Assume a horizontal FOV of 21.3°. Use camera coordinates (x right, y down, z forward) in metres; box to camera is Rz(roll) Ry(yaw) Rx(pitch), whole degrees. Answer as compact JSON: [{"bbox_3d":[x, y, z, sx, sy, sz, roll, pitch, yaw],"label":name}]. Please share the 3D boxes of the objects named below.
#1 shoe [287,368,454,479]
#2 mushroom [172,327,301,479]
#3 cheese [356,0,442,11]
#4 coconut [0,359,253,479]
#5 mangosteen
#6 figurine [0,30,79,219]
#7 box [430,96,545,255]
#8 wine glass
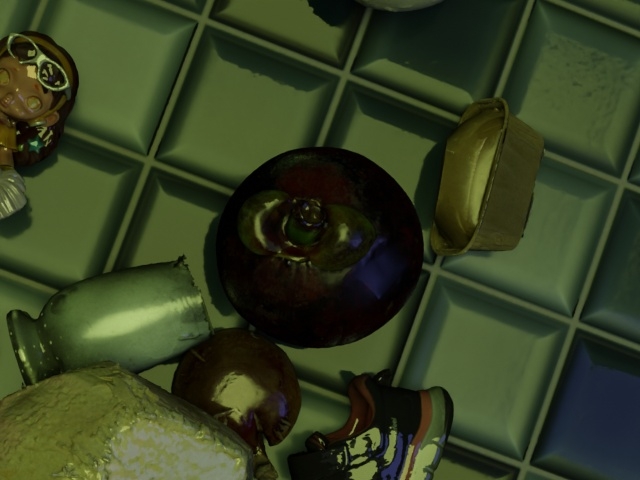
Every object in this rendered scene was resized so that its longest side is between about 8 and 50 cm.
[{"bbox_3d":[0.026,0.262,1.774,0.137,0.114,0.291,30,80,-9],"label":"shoe"},{"bbox_3d":[-0.083,0.176,1.787,0.135,0.080,0.171,-24,86,1],"label":"mushroom"},{"bbox_3d":[0.081,-0.333,1.807,0.198,0.154,0.189,-13,52,-7],"label":"cheese"},{"bbox_3d":[-0.217,0.267,1.655,0.297,0.254,0.297,-8,106,-32],"label":"coconut"},{"bbox_3d":[0.005,0.005,1.747,0.216,0.216,0.216,1,85,-7],"label":"mangosteen"},{"bbox_3d":[-0.348,-0.112,1.757,0.174,0.116,0.240,41,87,0],"label":"figurine"},{"bbox_3d":[0.172,-0.064,1.829,0.111,0.111,0.177,15,83,-6],"label":"box"},{"bbox_3d":[-0.218,0.090,1.758,0.204,0.111,0.111,-19,88,-3],"label":"wine glass"}]
